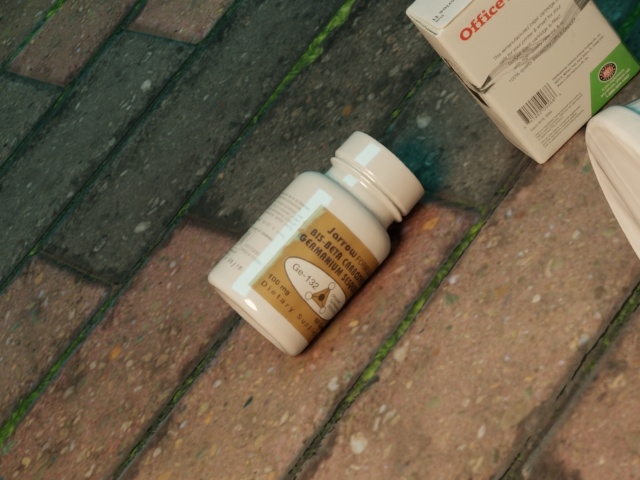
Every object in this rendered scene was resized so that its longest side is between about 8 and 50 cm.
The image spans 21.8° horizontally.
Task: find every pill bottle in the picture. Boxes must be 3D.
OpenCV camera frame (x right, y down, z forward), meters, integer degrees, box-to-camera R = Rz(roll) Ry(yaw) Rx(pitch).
[{"bbox_3d":[0.000,0.000,1.783,0.229,0.131,0.131,-48,34,-7],"label":"pill bottle"}]

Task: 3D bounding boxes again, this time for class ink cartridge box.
[{"bbox_3d":[0.210,-0.208,1.722,0.153,0.208,0.087,-43,33,0],"label":"ink cartridge box"}]

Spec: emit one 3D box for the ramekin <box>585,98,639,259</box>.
[{"bbox_3d":[0.339,-0.017,1.347,0.127,0.273,0.273,-32,34,-3],"label":"ramekin"}]
